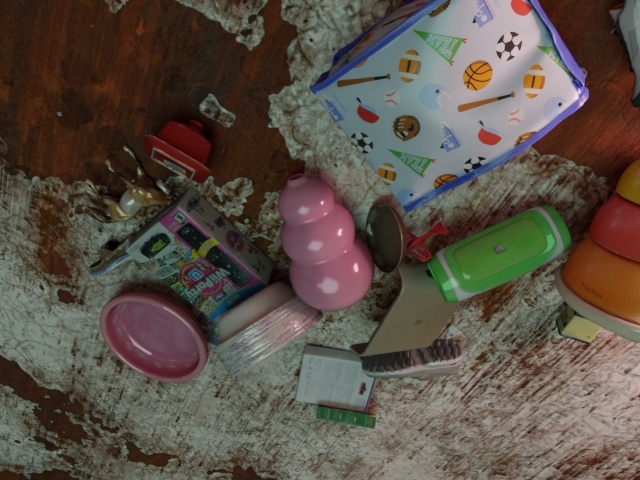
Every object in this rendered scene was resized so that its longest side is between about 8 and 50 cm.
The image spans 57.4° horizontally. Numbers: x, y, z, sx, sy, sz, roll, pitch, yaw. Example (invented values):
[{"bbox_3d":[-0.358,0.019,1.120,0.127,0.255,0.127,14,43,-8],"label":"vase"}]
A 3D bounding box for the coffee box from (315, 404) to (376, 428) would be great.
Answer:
[{"bbox_3d":[0.079,0.544,1.808,0.184,0.040,0.113,9,167,5],"label":"coffee box"}]

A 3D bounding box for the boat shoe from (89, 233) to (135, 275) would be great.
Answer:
[{"bbox_3d":[-0.556,0.033,1.574,0.183,0.066,0.066,-26,113,15],"label":"boat shoe"}]

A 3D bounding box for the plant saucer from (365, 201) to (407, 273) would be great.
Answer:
[{"bbox_3d":[0.157,-0.008,1.364,0.029,0.168,0.168,-9,130,-22],"label":"plant saucer"}]

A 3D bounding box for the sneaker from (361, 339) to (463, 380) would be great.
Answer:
[{"bbox_3d":[0.256,0.358,1.627,0.282,0.105,0.115,-5,127,9],"label":"sneaker"}]

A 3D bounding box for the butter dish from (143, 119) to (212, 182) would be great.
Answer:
[{"bbox_3d":[-0.303,-0.217,1.313,0.160,0.118,0.160,30,166,-14],"label":"butter dish"}]

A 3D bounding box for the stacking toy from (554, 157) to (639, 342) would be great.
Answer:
[{"bbox_3d":[0.697,-0.058,1.152,0.351,0.350,0.479,8,114,4],"label":"stacking toy"}]

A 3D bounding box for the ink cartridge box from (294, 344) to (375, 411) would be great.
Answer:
[{"bbox_3d":[0.046,0.415,1.749,0.224,0.045,0.223,11,127,-1],"label":"ink cartridge box"}]

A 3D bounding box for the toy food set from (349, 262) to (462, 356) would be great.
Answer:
[{"bbox_3d":[0.224,0.174,1.483,0.220,0.092,0.306,0,132,-31],"label":"toy food set"}]

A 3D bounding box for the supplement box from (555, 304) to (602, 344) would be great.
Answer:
[{"bbox_3d":[0.658,0.206,1.478,0.083,0.056,0.083,18,127,-3],"label":"supplement box"}]

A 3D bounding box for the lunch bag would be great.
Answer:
[{"bbox_3d":[0.241,-0.295,1.080,0.386,0.238,0.328,-28,115,35],"label":"lunch bag"}]

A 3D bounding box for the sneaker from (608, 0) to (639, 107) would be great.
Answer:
[{"bbox_3d":[0.578,-0.373,1.055,0.108,0.100,0.271,3,124,25],"label":"sneaker"}]

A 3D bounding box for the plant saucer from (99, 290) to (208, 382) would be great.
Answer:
[{"bbox_3d":[-0.473,0.270,1.698,0.333,0.084,0.331,9,125,13],"label":"plant saucer"}]

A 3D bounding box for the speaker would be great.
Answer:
[{"bbox_3d":[0.397,0.031,1.311,0.297,0.131,0.131,-26,119,5],"label":"speaker"}]

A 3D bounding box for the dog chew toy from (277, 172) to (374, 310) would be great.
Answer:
[{"bbox_3d":[0.000,0.000,1.366,0.207,0.206,0.331,-12,115,19],"label":"dog chew toy"}]

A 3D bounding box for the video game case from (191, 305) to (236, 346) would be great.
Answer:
[{"bbox_3d":[-0.291,0.247,1.703,0.191,0.022,0.173,27,126,-10],"label":"video game case"}]

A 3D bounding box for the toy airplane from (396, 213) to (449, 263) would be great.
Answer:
[{"bbox_3d":[0.236,-0.005,1.369,0.151,0.151,0.028,-23,132,25],"label":"toy airplane"}]

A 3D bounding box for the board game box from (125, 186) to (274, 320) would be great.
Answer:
[{"bbox_3d":[-0.307,0.043,1.511,0.224,0.097,0.303,-34,115,30],"label":"board game box"}]

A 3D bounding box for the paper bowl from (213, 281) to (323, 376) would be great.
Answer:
[{"bbox_3d":[-0.146,0.212,1.497,0.284,0.284,0.148,-33,88,29],"label":"paper bowl"}]

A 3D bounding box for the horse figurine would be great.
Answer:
[{"bbox_3d":[-0.490,-0.113,1.449,0.263,0.066,0.174,-31,109,26],"label":"horse figurine"}]
